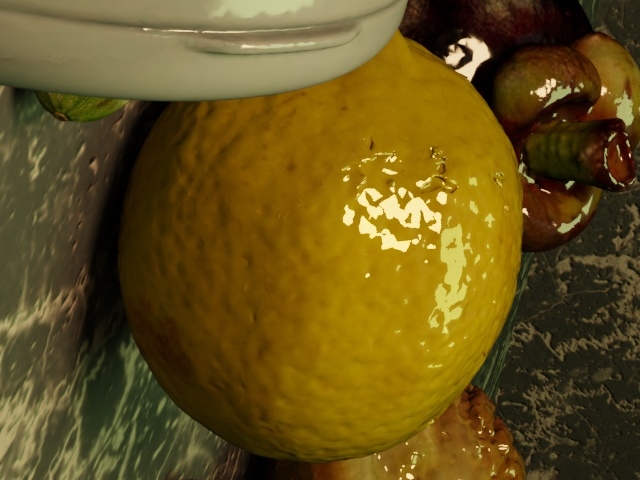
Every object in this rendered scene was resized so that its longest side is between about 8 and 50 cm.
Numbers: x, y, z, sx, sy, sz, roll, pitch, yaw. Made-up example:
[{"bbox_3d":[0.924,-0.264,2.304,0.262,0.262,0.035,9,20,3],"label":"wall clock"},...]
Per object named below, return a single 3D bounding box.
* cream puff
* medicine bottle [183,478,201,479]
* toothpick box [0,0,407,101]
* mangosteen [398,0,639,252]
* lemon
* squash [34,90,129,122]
[{"bbox_3d":[0.073,0.268,1.629,0.343,0.231,0.327,-120,-141,-66],"label":"cream puff"},{"bbox_3d":[-0.082,0.235,1.491,0.231,0.059,0.059,56,53,-75],"label":"medicine bottle"},{"bbox_3d":[-0.049,-0.243,0.534,0.263,0.263,0.354,-46,150,-63],"label":"toothpick box"},{"bbox_3d":[0.106,-0.101,1.319,0.287,0.288,0.233,28,58,-77],"label":"mangosteen"},{"bbox_3d":[0.000,0.001,1.091,0.267,0.267,0.267,18,90,-78],"label":"lemon"},{"bbox_3d":[-0.077,-0.165,0.928,0.066,0.066,0.252,80,31,-65],"label":"squash"}]
